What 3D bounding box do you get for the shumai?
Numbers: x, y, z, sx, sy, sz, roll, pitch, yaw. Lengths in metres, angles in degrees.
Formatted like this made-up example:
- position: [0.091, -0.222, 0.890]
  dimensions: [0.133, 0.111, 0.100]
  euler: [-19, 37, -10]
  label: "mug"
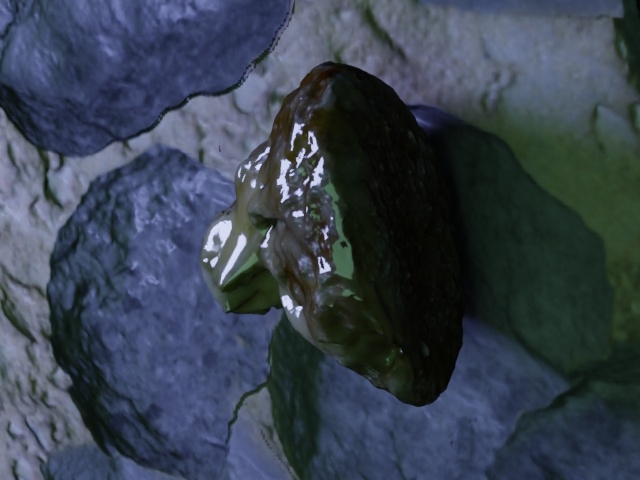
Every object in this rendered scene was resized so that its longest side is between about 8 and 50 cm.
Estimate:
- position: [0.000, 0.000, 1.048]
  dimensions: [0.153, 0.161, 0.209]
  euler: [-5, 123, 32]
  label: "shumai"
